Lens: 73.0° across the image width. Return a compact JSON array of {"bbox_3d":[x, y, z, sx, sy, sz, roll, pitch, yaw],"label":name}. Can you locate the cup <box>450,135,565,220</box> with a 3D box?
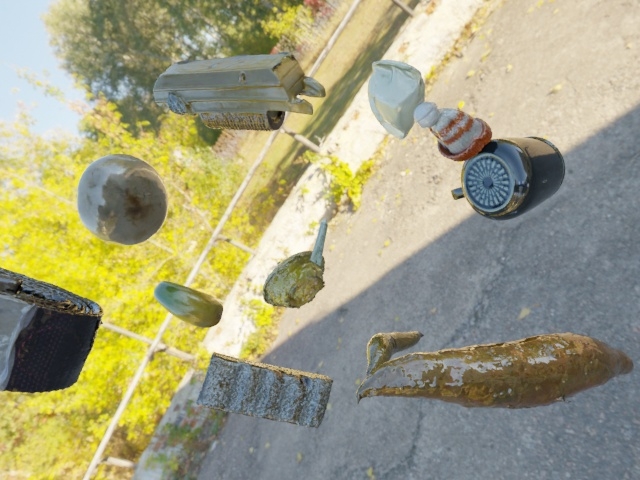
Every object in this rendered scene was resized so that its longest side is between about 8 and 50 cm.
[{"bbox_3d":[0.392,-0.135,0.934,0.176,0.170,0.223,-20,2,-29],"label":"cup"}]

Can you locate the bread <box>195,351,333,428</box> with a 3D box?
[{"bbox_3d":[-0.177,0.486,1.405,0.113,0.416,0.165,157,127,-76],"label":"bread"}]

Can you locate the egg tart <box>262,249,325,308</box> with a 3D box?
[{"bbox_3d":[-0.090,0.182,1.764,0.315,0.314,0.120,-53,53,18],"label":"egg tart"}]

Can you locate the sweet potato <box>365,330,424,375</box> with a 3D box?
[{"bbox_3d":[0.147,0.219,0.912,0.069,0.249,0.060,14,100,33],"label":"sweet potato"}]

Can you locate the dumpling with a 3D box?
[{"bbox_3d":[0.204,-0.406,1.224,0.131,0.179,0.252,-48,-24,-21],"label":"dumpling"}]

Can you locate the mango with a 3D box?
[{"bbox_3d":[-0.351,0.166,1.140,0.092,0.194,0.130,-63,-11,-13],"label":"mango"}]

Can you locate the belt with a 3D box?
[{"bbox_3d":[-0.469,0.120,0.593,0.164,0.289,0.184,-67,19,-4],"label":"belt"}]

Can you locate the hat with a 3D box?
[{"bbox_3d":[0.247,-0.226,0.849,0.112,0.162,0.094,4,69,54],"label":"hat"}]

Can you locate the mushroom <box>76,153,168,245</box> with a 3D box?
[{"bbox_3d":[-0.488,-0.097,1.063,0.177,0.226,0.227,-7,47,24],"label":"mushroom"}]

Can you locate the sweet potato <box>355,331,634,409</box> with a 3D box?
[{"bbox_3d":[0.190,0.136,0.431,0.072,0.314,0.066,-113,20,-57],"label":"sweet potato"}]

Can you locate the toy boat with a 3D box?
[{"bbox_3d":[-0.144,-0.243,0.734,0.310,0.115,0.089,5,46,22],"label":"toy boat"}]

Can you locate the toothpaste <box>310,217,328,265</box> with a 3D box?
[{"bbox_3d":[0.000,0.000,1.582,0.029,0.048,0.197,-25,43,46],"label":"toothpaste"}]
